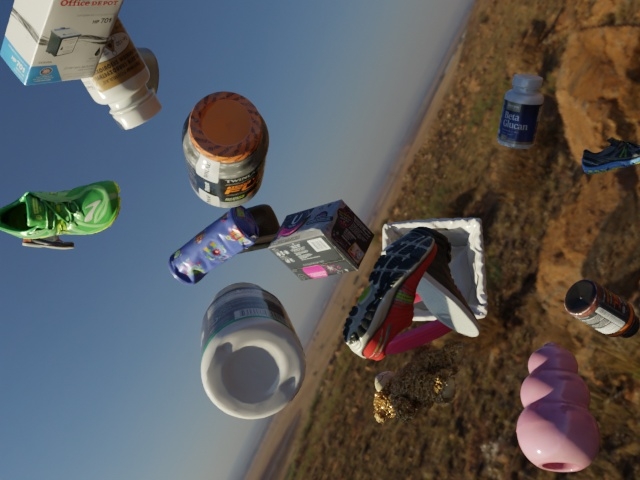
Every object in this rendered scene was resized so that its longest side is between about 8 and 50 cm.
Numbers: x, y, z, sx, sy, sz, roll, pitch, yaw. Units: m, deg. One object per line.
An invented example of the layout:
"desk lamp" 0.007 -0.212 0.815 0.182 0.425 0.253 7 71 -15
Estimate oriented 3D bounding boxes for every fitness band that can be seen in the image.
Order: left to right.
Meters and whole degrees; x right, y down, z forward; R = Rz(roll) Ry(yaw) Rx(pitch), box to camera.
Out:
"fitness band" 0.240 0.199 1.663 0.209 0.290 0.054 -117 4 -63

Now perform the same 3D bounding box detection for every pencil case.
"pencil case" -0.313 0.019 1.875 0.306 0.133 0.119 -34 34 24

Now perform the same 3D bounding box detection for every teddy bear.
"teddy bear" 0.237 0.354 1.589 0.245 0.113 0.338 -64 13 -20

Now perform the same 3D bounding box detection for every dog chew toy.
"dog chew toy" 0.628 0.434 1.672 0.207 0.206 0.332 113 168 -58

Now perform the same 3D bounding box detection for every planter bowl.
"planter bowl" -0.503 -0.419 1.604 0.109 0.162 0.162 -3 -53 -45

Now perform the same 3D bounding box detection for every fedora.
"fedora" -0.248 -0.041 2.213 0.334 0.333 0.153 -35 -67 -86

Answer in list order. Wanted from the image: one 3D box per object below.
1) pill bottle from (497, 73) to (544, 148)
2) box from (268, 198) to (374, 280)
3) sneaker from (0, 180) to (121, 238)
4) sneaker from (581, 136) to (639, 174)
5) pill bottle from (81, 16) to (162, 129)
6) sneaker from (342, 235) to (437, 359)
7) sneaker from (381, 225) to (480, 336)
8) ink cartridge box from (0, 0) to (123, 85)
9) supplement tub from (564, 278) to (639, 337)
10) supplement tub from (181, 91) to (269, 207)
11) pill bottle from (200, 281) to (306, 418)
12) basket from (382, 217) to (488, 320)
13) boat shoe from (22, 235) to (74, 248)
"pill bottle" 0.498 -0.321 1.552 0.094 0.094 0.170 -61 -23 -62
"box" 0.000 0.000 1.811 0.247 0.163 0.142 -14 38 46
"sneaker" -0.565 -0.057 1.347 0.123 0.295 0.110 -4 -100 -78
"sneaker" 0.716 -0.212 1.483 0.067 0.188 0.078 -2 -99 -64
"pill bottle" -0.428 -0.352 1.289 0.229 0.131 0.131 64 -146 -30
"sneaker" 0.154 0.116 1.272 0.279 0.118 0.107 -55 30 -8
"sneaker" 0.292 0.084 1.475 0.147 0.296 0.104 -44 -2 -31
"ink cartridge box" -0.424 -0.358 1.031 0.139 0.082 0.191 -28 -14 -50
"supplement tub" 0.735 0.183 1.622 0.106 0.197 0.106 -47 27 33
"supplement tub" -0.219 -0.206 1.451 0.194 0.193 0.316 -63 1 -15
"pill bottle" -0.156 0.215 1.351 0.204 0.204 0.361 -64 13 5
"basket" 0.393 0.113 2.125 0.266 0.328 0.332 35 -127 -71
"boat shoe" -0.741 0.000 1.711 0.049 0.136 0.043 125 151 -79
